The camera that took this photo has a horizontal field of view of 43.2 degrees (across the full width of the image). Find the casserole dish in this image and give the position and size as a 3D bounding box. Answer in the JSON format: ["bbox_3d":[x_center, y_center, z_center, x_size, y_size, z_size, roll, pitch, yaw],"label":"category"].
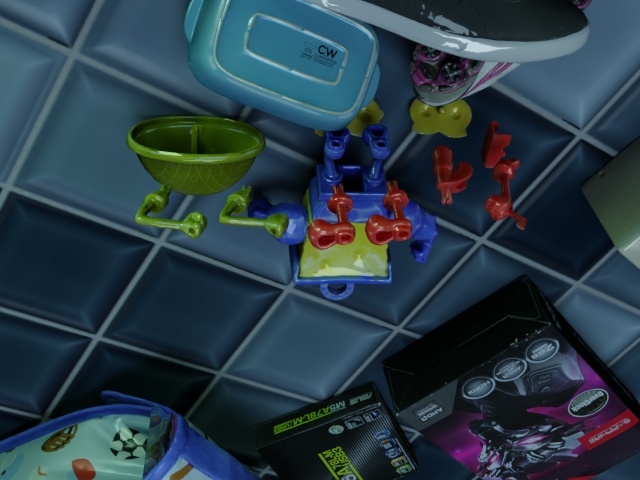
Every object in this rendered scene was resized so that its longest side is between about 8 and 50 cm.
[{"bbox_3d":[-0.025,-0.166,0.706,0.188,0.037,0.114,17,94,-22],"label":"casserole dish"}]

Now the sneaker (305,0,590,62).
[{"bbox_3d":[0.091,-0.241,0.626,0.295,0.105,0.147,16,129,-3],"label":"sneaker"}]

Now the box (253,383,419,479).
[{"bbox_3d":[0.026,0.299,1.151,0.184,0.045,0.191,-23,130,6],"label":"box"}]

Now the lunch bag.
[{"bbox_3d":[-0.236,0.368,1.036,0.385,0.239,0.328,-25,129,20],"label":"lunch bag"}]

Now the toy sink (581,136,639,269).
[{"bbox_3d":[0.434,-0.019,0.899,0.234,0.131,0.153,32,118,-27],"label":"toy sink"}]

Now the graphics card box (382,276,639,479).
[{"bbox_3d":[0.283,0.226,1.108,0.232,0.094,0.371,-34,128,18],"label":"graphics card box"}]

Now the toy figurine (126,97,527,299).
[{"bbox_3d":[0.000,0.000,0.800,0.362,0.191,0.217,-2,136,-8],"label":"toy figurine"}]

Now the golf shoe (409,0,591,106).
[{"bbox_3d":[0.165,-0.190,0.751,0.186,0.067,0.086,-30,168,4],"label":"golf shoe"}]
